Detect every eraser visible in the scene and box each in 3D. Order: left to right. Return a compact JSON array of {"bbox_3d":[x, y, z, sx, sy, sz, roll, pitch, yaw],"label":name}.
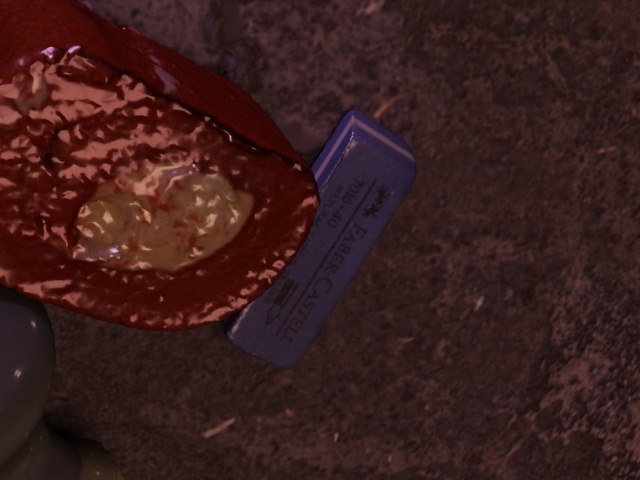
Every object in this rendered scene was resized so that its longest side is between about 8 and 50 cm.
[{"bbox_3d":[0.000,0.000,1.036,0.082,0.036,0.225,31,94,-34],"label":"eraser"}]

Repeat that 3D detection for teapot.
[{"bbox_3d":[-0.244,0.140,0.885,0.183,0.183,0.251,-40,135,-10],"label":"teapot"}]

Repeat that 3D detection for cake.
[{"bbox_3d":[-0.149,-0.050,0.866,0.283,0.151,0.177,25,108,-34],"label":"cake"}]
